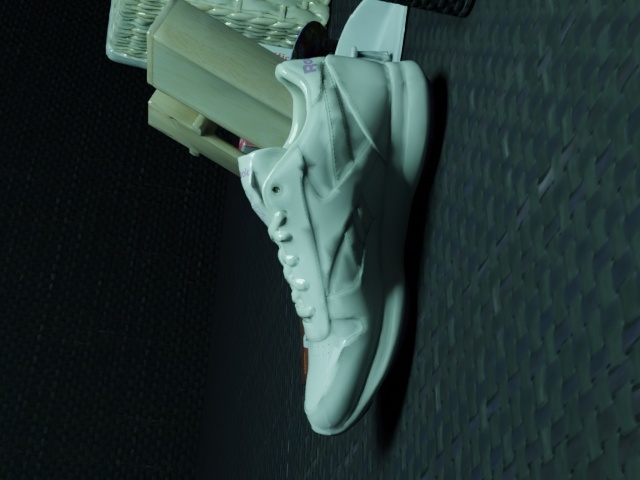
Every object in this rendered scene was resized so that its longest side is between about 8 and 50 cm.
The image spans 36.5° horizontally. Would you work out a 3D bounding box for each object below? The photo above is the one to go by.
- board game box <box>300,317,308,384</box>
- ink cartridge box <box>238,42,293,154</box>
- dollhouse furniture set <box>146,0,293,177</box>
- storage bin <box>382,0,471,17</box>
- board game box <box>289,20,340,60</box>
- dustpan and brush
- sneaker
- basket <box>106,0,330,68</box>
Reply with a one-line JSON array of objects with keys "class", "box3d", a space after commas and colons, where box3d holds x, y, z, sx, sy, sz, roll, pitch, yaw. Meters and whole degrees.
[{"class": "board game box", "box3d": [0.005, -0.003, 0.981, 0.145, 0.027, 0.281, 130, 139, -69]}, {"class": "ink cartridge box", "box3d": [-0.046, -0.181, 1.314, 0.063, 0.109, 0.150, 131, 147, -73]}, {"class": "dollhouse furniture set", "box3d": [-0.001, -0.259, 0.944, 0.355, 0.174, 0.303, -59, 1, -19]}, {"class": "storage bin", "box3d": [0.083, -0.273, 0.751, 0.122, 0.084, 0.180, -112, 31, -71]}, {"class": "board game box", "box3d": [0.004, -0.179, 1.176, 0.133, 0.033, 0.169, -51, -38, -57]}, {"class": "dustpan and brush", "box3d": [0.030, -0.180, 1.027, 0.211, 0.060, 0.147, -179, 97, -80]}, {"class": "sneaker", "box3d": [0.000, 0.000, 0.779, 0.114, 0.152, 0.305, 171, 106, -77]}, {"class": "basket", "box3d": [-0.154, -0.446, 1.538, 0.266, 0.331, 0.328, 136, 141, -71]}]
